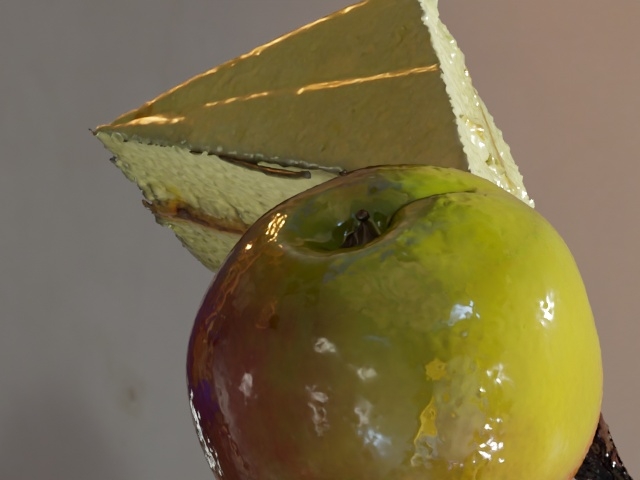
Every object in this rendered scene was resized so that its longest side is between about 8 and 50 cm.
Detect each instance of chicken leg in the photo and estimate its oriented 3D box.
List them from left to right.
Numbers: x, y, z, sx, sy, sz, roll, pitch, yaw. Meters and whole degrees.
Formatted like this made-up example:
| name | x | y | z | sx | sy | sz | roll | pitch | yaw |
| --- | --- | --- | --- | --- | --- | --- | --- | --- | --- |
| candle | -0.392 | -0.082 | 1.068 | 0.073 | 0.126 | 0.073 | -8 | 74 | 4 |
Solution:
| name | x | y | z | sx | sy | sz | roll | pitch | yaw |
| --- | --- | --- | --- | --- | --- | --- | --- | --- | --- |
| chicken leg | 0.203 | 0.163 | 1.430 | 0.106 | 0.051 | 0.253 | 59 | -3 | -20 |

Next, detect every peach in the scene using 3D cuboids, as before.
| name | x | y | z | sx | sy | sz | roll | pitch | yaw |
| --- | --- | --- | --- | --- | --- | --- | --- | --- | --- |
| peach | 0.041 | 0.071 | 1.010 | 0.231 | 0.231 | 0.231 | 10 | -77 | 49 |

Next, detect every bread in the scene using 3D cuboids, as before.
| name | x | y | z | sx | sy | sz | roll | pitch | yaw |
| --- | --- | --- | --- | --- | --- | --- | --- | --- | --- |
| bread | 0.000 | 0.000 | 1.401 | 0.405 | 0.345 | 0.242 | -21 | -122 | 24 |
